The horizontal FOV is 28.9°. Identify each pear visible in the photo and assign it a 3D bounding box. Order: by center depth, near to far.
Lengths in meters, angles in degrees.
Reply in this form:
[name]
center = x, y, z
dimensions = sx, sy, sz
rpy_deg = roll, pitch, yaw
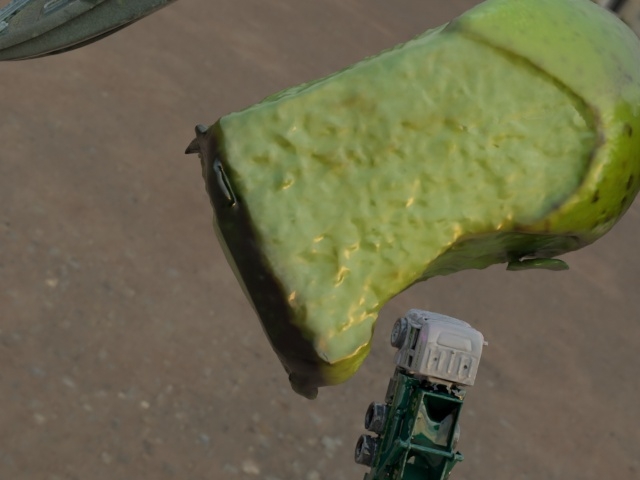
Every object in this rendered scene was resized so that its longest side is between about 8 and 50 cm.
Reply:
[pear]
center = 0.062, -0.040, 0.721
dimensions = 0.164, 0.255, 0.238
rpy_deg = 65, -6, -4

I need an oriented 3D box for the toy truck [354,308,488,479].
[toy truck]
center = 0.121, 0.192, 1.403
dimensions = 0.110, 0.216, 0.116
rpy_deg = 16, -1, -12

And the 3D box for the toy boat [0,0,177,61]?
[toy boat]
center = -0.175, -0.237, 1.073
dimensions = 0.092, 0.319, 0.141
rpy_deg = 57, 14, -29
